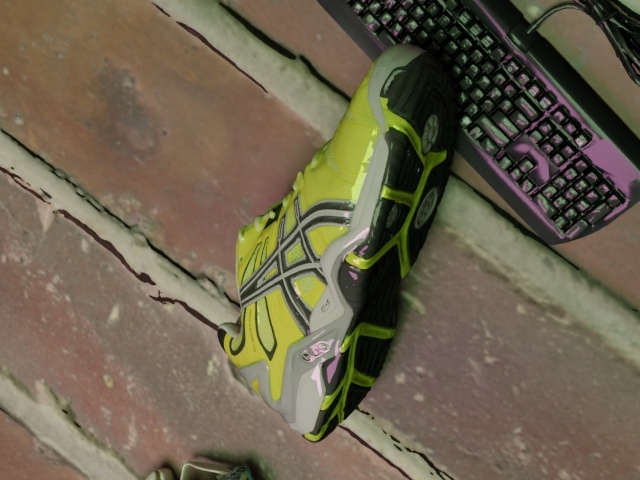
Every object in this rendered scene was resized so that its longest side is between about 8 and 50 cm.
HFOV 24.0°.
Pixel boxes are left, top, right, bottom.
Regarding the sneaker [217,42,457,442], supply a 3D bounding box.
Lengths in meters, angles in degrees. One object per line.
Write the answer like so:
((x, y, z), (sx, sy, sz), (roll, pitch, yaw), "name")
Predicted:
((0.000, 0.000, 1.266), (0.147, 0.145, 0.385), (31, 124, 18), "sneaker")

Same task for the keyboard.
((0.150, -0.152, 1.194), (0.317, 0.033, 0.201), (46, 124, -2), "keyboard")

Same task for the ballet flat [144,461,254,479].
((-0.141, 0.257, 1.518), (0.188, 0.070, 0.070), (-11, 108, 27), "ballet flat")
